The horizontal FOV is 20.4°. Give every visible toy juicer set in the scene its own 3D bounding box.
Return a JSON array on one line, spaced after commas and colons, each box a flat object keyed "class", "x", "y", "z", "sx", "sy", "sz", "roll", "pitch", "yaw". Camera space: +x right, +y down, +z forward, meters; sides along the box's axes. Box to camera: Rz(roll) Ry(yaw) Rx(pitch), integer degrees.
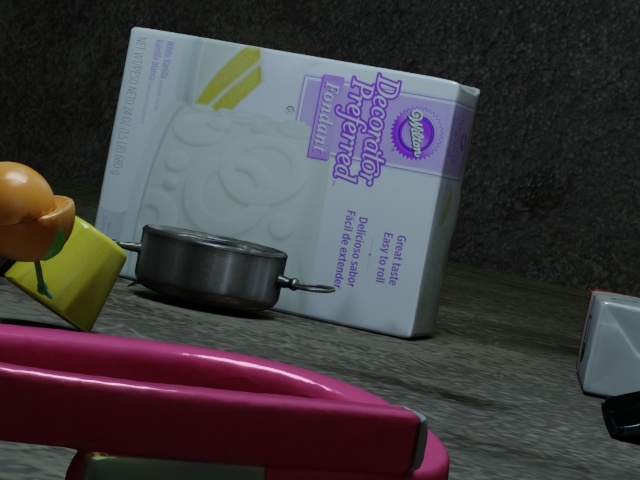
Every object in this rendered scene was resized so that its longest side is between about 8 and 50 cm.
[{"class": "toy juicer set", "x": -0.287, "y": -0.055, "z": 1.146, "sx": 0.329, "sy": 0.089, "sz": 0.209, "roll": 33, "pitch": -9, "yaw": 11}]

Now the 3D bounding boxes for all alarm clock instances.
[{"class": "alarm clock", "x": -0.079, "y": 0.029, "z": 1.550, "sx": 0.192, "sy": 0.064, "sz": 0.129, "roll": 9, "pitch": 2, "yaw": 18}]

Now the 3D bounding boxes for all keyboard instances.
[{"class": "keyboard", "x": 0.253, "y": 0.129, "z": 1.257, "sx": 0.100, "sy": 0.038, "sz": 0.192, "roll": -12, "pitch": 1, "yaw": 8}]

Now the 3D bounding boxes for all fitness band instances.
[{"class": "fitness band", "x": -0.078, "y": 0.072, "z": 0.760, "sx": 0.290, "sy": 0.054, "sz": 0.209, "roll": 10, "pitch": 2, "yaw": -36}]

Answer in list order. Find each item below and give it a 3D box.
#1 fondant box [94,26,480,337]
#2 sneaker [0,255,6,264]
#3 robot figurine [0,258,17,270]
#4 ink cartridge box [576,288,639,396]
[{"class": "fondant box", "x": -0.036, "y": -0.057, "z": 1.677, "sx": 0.330, "sy": 0.238, "sz": 0.096, "roll": 11, "pitch": 2, "yaw": 17}, {"class": "sneaker", "x": -0.384, "y": -0.026, "z": 1.340, "sx": 0.136, "sy": 0.116, "sz": 0.314, "roll": -4, "pitch": -13, "yaw": 42}, {"class": "robot figurine", "x": -0.264, "y": -0.015, "z": 1.505, "sx": 0.101, "sy": 0.067, "sz": 0.115, "roll": 39, "pitch": -18, "yaw": 9}, {"class": "ink cartridge box", "x": 0.292, "y": 0.094, "z": 1.516, "sx": 0.134, "sy": 0.078, "sz": 0.231, "roll": 12, "pitch": 3, "yaw": 6}]
